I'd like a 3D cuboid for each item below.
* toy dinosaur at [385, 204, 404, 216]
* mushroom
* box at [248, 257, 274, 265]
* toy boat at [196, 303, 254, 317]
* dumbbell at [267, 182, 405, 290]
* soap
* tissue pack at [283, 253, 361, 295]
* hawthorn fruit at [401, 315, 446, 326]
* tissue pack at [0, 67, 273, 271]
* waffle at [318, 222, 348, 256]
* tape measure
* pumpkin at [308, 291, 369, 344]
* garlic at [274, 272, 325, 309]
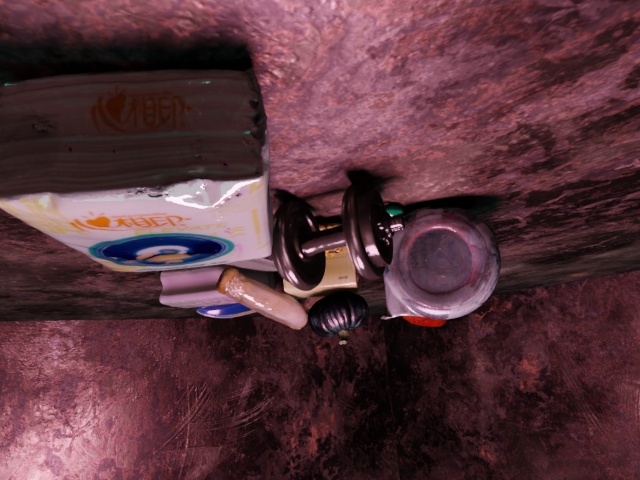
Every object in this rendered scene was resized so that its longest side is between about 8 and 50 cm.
[{"bbox_3d":[0.121,-0.052,1.019,0.132,0.059,0.096,-5,160,-35],"label":"toy dinosaur"},{"bbox_3d":[-0.170,0.187,1.417,0.351,0.095,0.122,35,152,-31],"label":"mushroom"},{"bbox_3d":[-0.184,0.050,1.302,0.211,0.045,0.270,-4,167,30],"label":"box"},{"bbox_3d":[-0.339,0.235,1.746,0.295,0.129,0.088,-9,141,-41],"label":"toy boat"},{"bbox_3d":[0.022,-0.005,0.883,0.290,0.192,0.192,-13,163,23],"label":"dumbbell"},{"bbox_3d":[-0.338,0.153,1.544,0.347,0.115,0.208,-8,166,13],"label":"soap"},{"bbox_3d":[0.009,0.113,1.468,0.234,0.125,0.159,-7,164,8],"label":"tissue pack"},{"bbox_3d":[0.307,0.087,1.227,0.275,0.300,0.275,-22,-164,6],"label":"hawthorn fruit"},{"bbox_3d":[-0.211,-0.066,0.640,0.287,0.162,0.388,-6,166,-7],"label":"tissue pack"},{"bbox_3d":[0.000,-0.002,1.162,0.261,0.056,0.250,-4,165,10],"label":"waffle"},{"bbox_3d":[0.262,0.050,1.038,0.275,0.256,0.147,-7,173,14],"label":"tape measure"},{"bbox_3d":[0.056,0.229,1.412,0.194,0.150,0.194,-17,-169,3],"label":"pumpkin"},{"bbox_3d":[-0.066,0.188,1.671,0.245,0.160,0.245,-5,165,-1],"label":"garlic"}]
